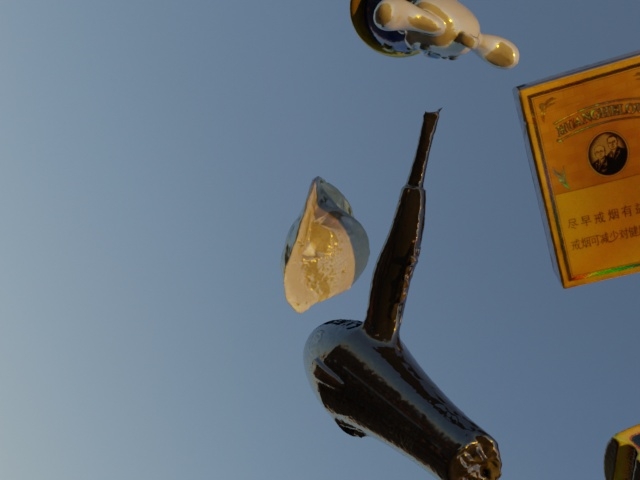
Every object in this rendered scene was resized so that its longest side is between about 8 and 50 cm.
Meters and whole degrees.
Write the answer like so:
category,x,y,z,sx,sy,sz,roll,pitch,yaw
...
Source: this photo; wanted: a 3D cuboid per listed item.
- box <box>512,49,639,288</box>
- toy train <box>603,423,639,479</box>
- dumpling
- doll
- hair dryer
category,x,y,z,sx,sy,sz,roll,pitch,yaw
box,0.407,-0.099,0.905,0.192,0.084,0.302,-15,-76,13
toy train,0.478,0.248,0.711,0.160,0.296,0.101,-126,-155,-57
dumpling,0.006,-0.001,1.177,0.243,0.175,0.227,-107,-171,-61
doll,0.201,-0.387,1.086,0.242,0.310,0.160,30,-74,66
hair dryer,0.090,0.039,0.633,0.303,0.120,0.360,-161,-98,-67
